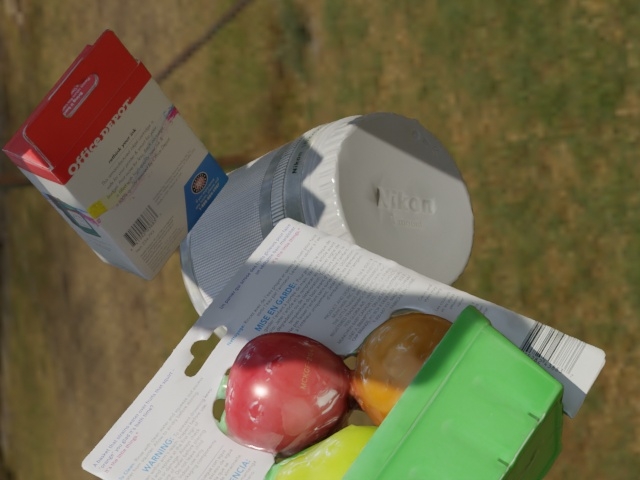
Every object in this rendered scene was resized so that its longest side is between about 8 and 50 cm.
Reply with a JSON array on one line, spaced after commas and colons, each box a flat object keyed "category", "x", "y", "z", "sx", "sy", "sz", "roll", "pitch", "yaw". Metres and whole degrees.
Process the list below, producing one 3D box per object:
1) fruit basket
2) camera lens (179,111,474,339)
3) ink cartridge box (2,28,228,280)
[{"category": "fruit basket", "x": 0.023, "y": 0.158, "z": 1.498, "sx": 0.353, "sy": 0.327, "sz": 0.165, "roll": 20, "pitch": 146, "yaw": 29}, {"category": "camera lens", "x": 0.000, "y": 0.000, "z": 1.818, "sx": 0.274, "sy": 0.219, "sz": 0.219, "roll": -23, "pitch": 73, "yaw": 46}, {"category": "ink cartridge box", "x": -0.198, "y": -0.084, "z": 1.582, "sx": 0.078, "sy": 0.134, "sz": 0.231, "roll": 21, "pitch": 157, "yaw": 40}]
